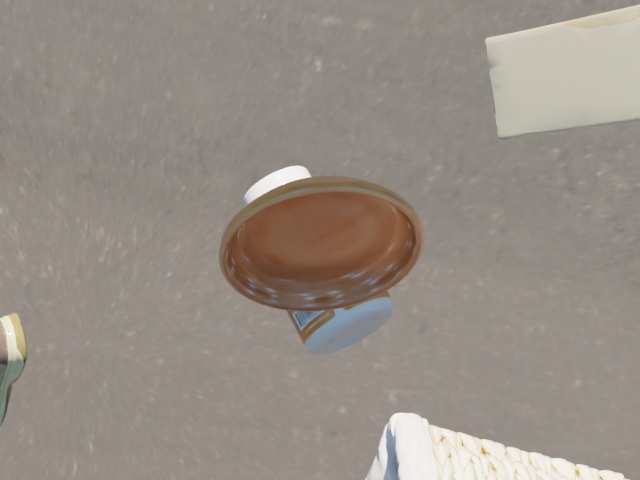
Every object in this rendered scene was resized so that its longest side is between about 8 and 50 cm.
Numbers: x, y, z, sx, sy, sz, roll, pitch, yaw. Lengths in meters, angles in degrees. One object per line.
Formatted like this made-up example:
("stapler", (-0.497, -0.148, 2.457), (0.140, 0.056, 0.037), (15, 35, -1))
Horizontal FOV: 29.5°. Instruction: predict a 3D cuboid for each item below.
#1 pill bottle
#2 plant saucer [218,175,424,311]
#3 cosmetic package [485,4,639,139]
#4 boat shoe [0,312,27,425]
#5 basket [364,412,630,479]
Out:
("pill bottle", (-0.008, 0.022, 1.493), (0.121, 0.121, 0.216), (-24, 72, -12))
("plant saucer", (0.000, 0.000, 1.183), (0.200, 0.200, 0.037), (0, 52, -11))
("cosmetic package", (0.332, -0.175, 1.190), (0.160, 0.309, 0.113), (-13, 97, -41))
("boat shoe", (-0.387, 0.153, 1.368), (0.073, 0.223, 0.080), (-2, 58, -29))
("basket", (0.149, 0.402, 1.133), (0.266, 0.328, 0.331), (15, 117, -11))
